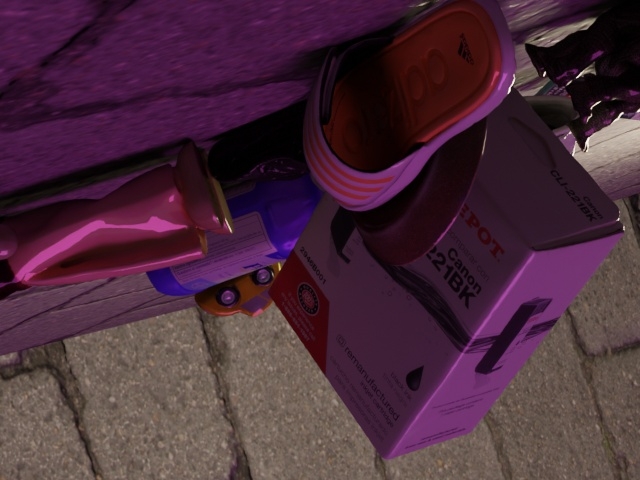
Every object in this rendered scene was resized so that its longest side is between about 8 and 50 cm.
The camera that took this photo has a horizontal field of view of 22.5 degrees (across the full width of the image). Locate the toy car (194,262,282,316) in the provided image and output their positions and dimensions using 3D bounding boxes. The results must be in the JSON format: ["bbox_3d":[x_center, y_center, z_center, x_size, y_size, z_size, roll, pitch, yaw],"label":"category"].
[{"bbox_3d":[0.000,0.000,1.707,0.239,0.053,0.225,-17,-156,28],"label":"toy car"}]

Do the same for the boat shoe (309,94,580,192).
[{"bbox_3d":[0.115,-0.095,1.458,0.258,0.095,0.084,-10,143,-21],"label":"boat shoe"}]

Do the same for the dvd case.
[{"bbox_3d":[0.275,-0.139,1.566,0.119,0.013,0.087,8,169,-6],"label":"dvd case"}]

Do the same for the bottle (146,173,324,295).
[{"bbox_3d":[-0.041,-0.024,1.596,0.283,0.092,0.118,-19,-179,24],"label":"bottle"}]

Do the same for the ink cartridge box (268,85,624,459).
[{"bbox_3d":[0.095,0.017,1.329,0.114,0.197,0.273,-12,145,-40],"label":"ink cartridge box"}]

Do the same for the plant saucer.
[{"bbox_3d":[0.064,-0.066,1.179,0.029,0.168,0.168,16,160,-26],"label":"plant saucer"}]

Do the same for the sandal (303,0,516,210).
[{"bbox_3d":[0.035,-0.094,1.074,0.076,0.102,0.265,-12,167,-26],"label":"sandal"}]

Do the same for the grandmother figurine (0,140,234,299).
[{"bbox_3d":[-0.249,0.014,1.314,0.342,0.104,0.208,-20,167,3],"label":"grandmother figurine"}]

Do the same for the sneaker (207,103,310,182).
[{"bbox_3d":[-0.025,-0.077,1.318,0.170,0.051,0.089,-14,178,30],"label":"sneaker"}]

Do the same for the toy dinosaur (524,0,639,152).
[{"bbox_3d":[0.256,-0.148,1.248,0.160,0.121,0.313,-29,170,3],"label":"toy dinosaur"}]
